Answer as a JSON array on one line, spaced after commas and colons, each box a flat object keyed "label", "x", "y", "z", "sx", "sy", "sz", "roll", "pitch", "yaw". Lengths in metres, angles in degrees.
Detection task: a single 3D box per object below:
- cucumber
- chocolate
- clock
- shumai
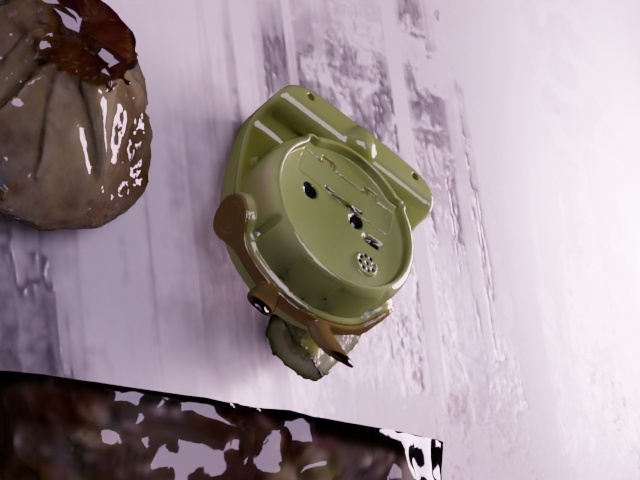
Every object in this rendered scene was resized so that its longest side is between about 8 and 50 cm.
[{"label": "cucumber", "x": 0.000, "y": 0.066, "z": 1.214, "sx": 0.067, "sy": 0.035, "sz": 0.107, "roll": 51, "pitch": 39, "yaw": 1}, {"label": "chocolate", "x": -0.074, "y": 0.206, "z": 0.964, "sx": 0.340, "sy": 0.225, "sz": 0.210, "roll": 15, "pitch": 77, "yaw": -40}, {"label": "clock", "x": 0.000, "y": 0.000, "z": 1.180, "sx": 0.170, "sy": 0.069, "sz": 0.232, "roll": 36, "pitch": 41, "yaw": -21}, {"label": "shumai", "x": -0.174, "y": -0.110, "z": 1.049, "sx": 0.201, "sy": 0.120, "sz": 0.201, "roll": 21, "pitch": 58, "yaw": -37}]
